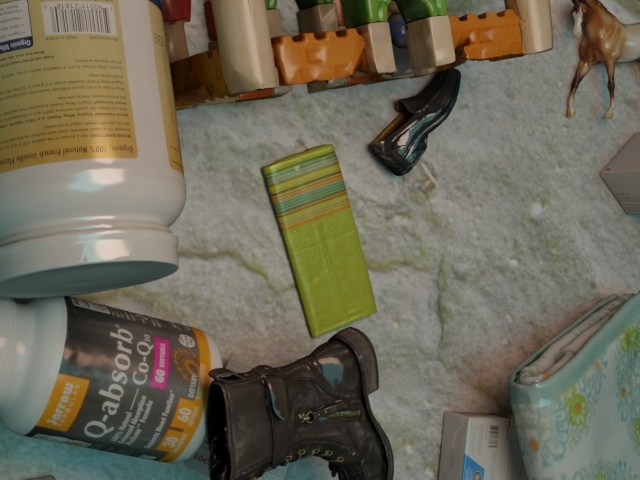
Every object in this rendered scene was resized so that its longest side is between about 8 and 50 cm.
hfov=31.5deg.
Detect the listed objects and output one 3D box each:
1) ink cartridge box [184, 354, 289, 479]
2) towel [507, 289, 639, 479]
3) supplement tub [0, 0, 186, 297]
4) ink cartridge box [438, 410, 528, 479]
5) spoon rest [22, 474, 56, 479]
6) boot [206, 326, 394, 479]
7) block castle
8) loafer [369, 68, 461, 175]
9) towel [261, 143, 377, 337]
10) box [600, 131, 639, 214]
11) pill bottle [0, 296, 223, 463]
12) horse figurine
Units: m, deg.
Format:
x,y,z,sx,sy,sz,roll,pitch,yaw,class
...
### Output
x,y,z,sx,sy,sz,roll,pitch,yaw,class
-0.085,0.230,1.387,0.063,0.109,0.150,34,75,-48,ink cartridge box
0.411,0.271,1.617,0.374,0.090,0.320,-27,105,-44,towel
-0.258,-0.112,1.149,0.228,0.228,0.316,-3,79,-28,supplement tub
0.261,0.300,1.608,0.181,0.061,0.104,8,88,-28,ink cartridge box
-0.310,0.414,1.296,0.137,0.084,0.276,-8,95,-27,spoon rest
-0.033,0.236,1.312,0.229,0.091,0.263,-22,111,-36,boot
0.021,-0.287,1.319,0.453,0.303,0.213,-12,96,-28,block castle
0.129,-0.170,1.519,0.061,0.062,0.170,36,74,-20,loafer
0.000,0.000,1.481,0.102,0.021,0.237,-20,102,-20,towel
0.497,-0.101,1.694,0.101,0.102,0.087,-46,109,-18,box
-0.263,0.148,1.265,0.278,0.162,0.162,17,84,-28,pill bottle
0.461,-0.267,1.690,0.263,0.066,0.174,-2,99,-26,horse figurine
